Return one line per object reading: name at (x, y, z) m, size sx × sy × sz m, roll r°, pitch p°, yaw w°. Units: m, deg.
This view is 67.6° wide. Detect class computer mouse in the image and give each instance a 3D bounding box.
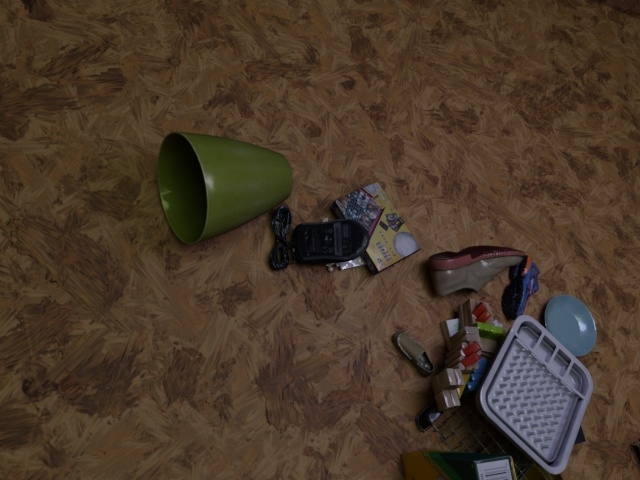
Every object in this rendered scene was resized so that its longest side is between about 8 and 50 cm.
computer mouse at (0.000, 0.000, 1.331) m, size 0.272 × 0.072 × 0.189 m, roll 2°, pitch 72°, yaw 5°

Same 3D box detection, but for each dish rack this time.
dish rack at (0.552, 0.394, 1.252) m, size 0.285 × 0.072 × 0.333 m, roll 44°, pitch 56°, yaw 0°
dish rack at (0.411, 0.511, 1.250) m, size 0.208 × 0.074 × 0.271 m, roll -31°, pitch 69°, yaw -24°

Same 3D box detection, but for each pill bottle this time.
pill bottle at (0.535, 0.277, 1.425) m, size 0.043 × 0.043 × 0.083 m, roll -31°, pitch 81°, yaw -25°

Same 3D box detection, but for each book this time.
book at (0.431, 0.273, 1.402) m, size 0.144 × 0.035 × 0.096 m, roll -6°, pitch 74°, yaw -23°

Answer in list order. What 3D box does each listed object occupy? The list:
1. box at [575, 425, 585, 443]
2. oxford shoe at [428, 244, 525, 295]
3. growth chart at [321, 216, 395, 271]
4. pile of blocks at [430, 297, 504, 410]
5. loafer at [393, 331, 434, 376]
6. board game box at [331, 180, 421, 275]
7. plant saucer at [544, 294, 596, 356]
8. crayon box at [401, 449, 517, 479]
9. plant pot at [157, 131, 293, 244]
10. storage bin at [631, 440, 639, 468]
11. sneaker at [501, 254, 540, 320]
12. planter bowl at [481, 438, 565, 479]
box at (0.631, 0.496, 1.344) m, size 0.156 × 0.093 × 0.158 m, roll -2°, pitch 71°, yaw -20°
oxford shoe at (0.478, 0.089, 1.460) m, size 0.348 × 0.123 × 0.130 m, roll -7°, pitch 99°, yaw -22°
growth chart at (0.099, 0.005, 1.400) m, size 0.237 × 0.021 × 0.172 m, roll -6°, pitch 72°, yaw -20°
pile of blocks at (0.418, 0.298, 1.275) m, size 0.149 × 0.113 × 0.362 m, roll 33°, pitch 53°, yaw 3°
loafer at (0.264, 0.309, 1.320) m, size 0.148 × 0.050 × 0.056 m, roll 47°, pitch 63°, yaw 3°
board game box at (0.162, -0.039, 1.402) m, size 0.165 × 0.042 × 0.243 m, roll -25°, pitch 78°, yaw -25°
plant saucer at (0.780, 0.270, 1.511) m, size 0.195 × 0.037 × 0.195 m, roll 6°, pitch 68°, yaw -15°
crayon box at (0.318, 0.666, 1.054) m, size 0.106 × 0.313 × 0.363 m, roll 2°, pitch 69°, yaw -21°
plant pot at (-0.228, -0.149, 1.244) m, size 0.293 × 0.275 × 0.275 m, roll -14°, pitch 74°, yaw -39°
storage bin at (1.052, 0.679, 1.318) m, size 0.123 × 0.260 × 0.262 m, roll -9°, pitch 73°, yaw -22°
sneaker at (0.637, 0.152, 1.489) m, size 0.087 × 0.083 × 0.221 m, roll 33°, pitch 67°, yaw -13°
planter bowl at (0.508, 0.636, 1.232) m, size 0.217 × 0.090 × 0.217 m, roll -6°, pitch 39°, yaw 5°
